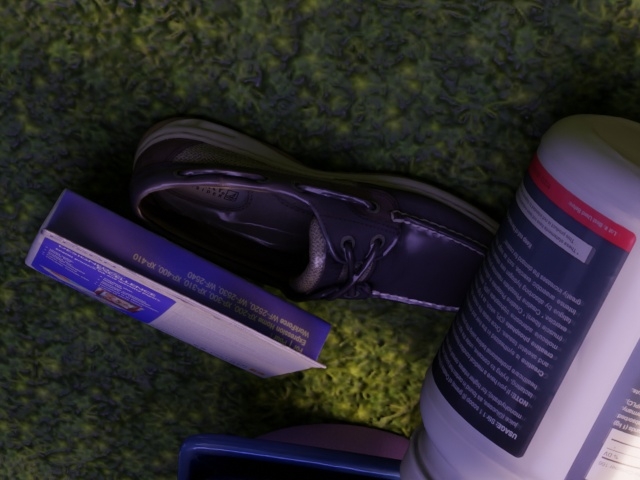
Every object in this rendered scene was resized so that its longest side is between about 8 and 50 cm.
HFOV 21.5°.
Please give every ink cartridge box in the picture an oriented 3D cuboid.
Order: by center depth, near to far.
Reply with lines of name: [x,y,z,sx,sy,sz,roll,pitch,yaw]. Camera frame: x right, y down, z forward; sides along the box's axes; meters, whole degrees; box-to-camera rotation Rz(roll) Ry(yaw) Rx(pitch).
ink cartridge box: [-0.099,0.033,1.169,0.206,0.045,0.208,27,169,-9]

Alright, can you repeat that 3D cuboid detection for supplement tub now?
supplement tub: [0.181,0.072,1.101,0.191,0.191,0.272,23,109,-6]

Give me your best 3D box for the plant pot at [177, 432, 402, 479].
plant pot: [-0.015,0.276,1.186,0.236,0.212,0.236,7,125,4]

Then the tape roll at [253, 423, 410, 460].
tape roll: [0.016,0.281,1.368,0.274,0.090,0.275,4,124,6]

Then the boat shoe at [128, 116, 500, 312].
boat shoe: [0.000,0.000,1.175,0.285,0.092,0.103,20,125,-5]
